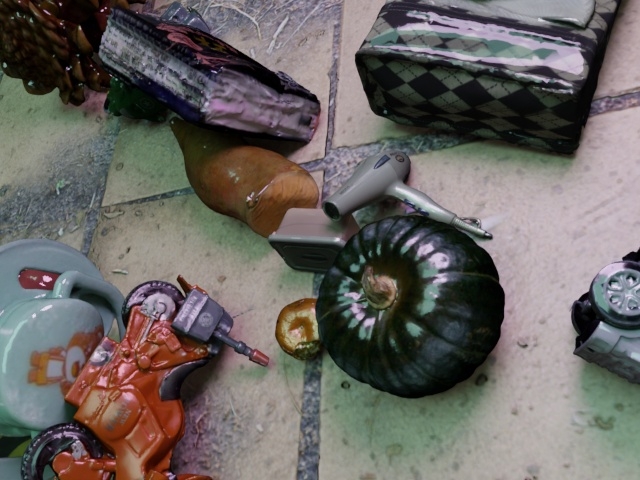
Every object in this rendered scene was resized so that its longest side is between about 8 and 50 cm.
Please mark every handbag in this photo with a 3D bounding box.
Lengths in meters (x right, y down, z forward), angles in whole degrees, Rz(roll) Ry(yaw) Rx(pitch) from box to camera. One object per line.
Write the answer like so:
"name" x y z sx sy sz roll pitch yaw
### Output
"handbag" 0.272 -0.344 0.770 0.316 0.180 0.416 17 72 29

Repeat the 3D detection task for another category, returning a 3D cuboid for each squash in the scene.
"squash" 0.098 0.074 0.656 0.218 0.172 0.218 5 101 30

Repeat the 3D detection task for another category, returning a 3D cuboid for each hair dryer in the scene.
"hair dryer" 0.100 -0.037 0.745 0.167 0.068 0.199 -24 54 -30

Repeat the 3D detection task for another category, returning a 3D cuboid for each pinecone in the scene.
"pinecone" -0.517 -0.495 1.194 0.384 0.384 0.385 -12 62 23

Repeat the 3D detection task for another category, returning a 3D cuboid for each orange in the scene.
"orange" -0.019 0.117 0.767 0.086 0.062 0.086 -3 78 16

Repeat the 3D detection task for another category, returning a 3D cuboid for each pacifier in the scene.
"pacifier" -0.431 0.172 0.831 0.268 0.288 0.344 -1 74 33

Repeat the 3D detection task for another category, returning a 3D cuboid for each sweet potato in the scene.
"sweet potato" -0.158 -0.116 0.919 0.336 0.131 0.131 32 84 36

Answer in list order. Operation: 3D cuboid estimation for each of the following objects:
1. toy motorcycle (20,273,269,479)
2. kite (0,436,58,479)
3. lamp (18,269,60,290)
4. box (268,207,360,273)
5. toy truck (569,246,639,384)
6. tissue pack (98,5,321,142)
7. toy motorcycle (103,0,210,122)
"toy motorcycle" -0.215 0.212 0.763 0.148 0.221 0.326 -39 22 59
"kite" -0.456 0.413 0.892 0.327 0.013 0.378 19 76 33
"lamp" -0.493 0.103 0.994 0.181 0.140 0.182 -26 39 23
"box" 0.000 0.000 0.800 0.122 0.089 0.062 4 59 29
"toy truck" 0.394 -0.011 0.542 0.178 0.176 0.363 37 86 24
"tissue pack" -0.181 -0.264 0.937 0.332 0.244 0.123 37 113 34
"toy motorcycle" -0.318 -0.341 1.118 0.275 0.124 0.187 -50 45 -2
